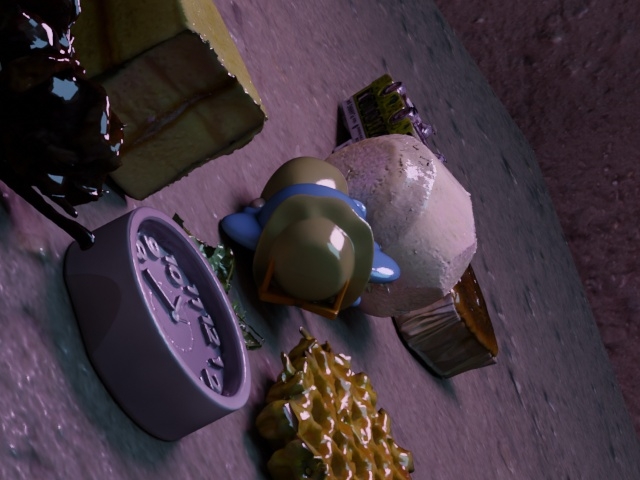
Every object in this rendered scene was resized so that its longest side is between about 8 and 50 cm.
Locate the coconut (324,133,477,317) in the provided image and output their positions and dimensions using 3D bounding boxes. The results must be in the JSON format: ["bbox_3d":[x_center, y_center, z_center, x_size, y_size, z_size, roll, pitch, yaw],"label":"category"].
[{"bbox_3d":[0.094,-0.012,2.104,0.234,0.224,0.224,52,18,-34],"label":"coconut"}]

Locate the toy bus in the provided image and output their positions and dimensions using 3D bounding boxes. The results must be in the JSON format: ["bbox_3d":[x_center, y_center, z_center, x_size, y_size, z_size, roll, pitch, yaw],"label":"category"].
[{"bbox_3d":[0.096,-0.148,2.499,0.113,0.139,0.302,58,8,-20],"label":"toy bus"}]

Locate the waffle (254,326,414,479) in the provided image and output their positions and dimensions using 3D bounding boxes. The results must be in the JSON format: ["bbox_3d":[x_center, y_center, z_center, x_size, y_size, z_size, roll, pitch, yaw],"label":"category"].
[{"bbox_3d":[0.023,0.237,1.715,0.329,0.062,0.329,53,23,-33],"label":"waffle"}]

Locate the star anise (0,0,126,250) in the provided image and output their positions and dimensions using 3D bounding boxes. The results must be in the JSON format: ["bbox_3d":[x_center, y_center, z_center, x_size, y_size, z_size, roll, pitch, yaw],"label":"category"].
[{"bbox_3d":[-0.233,-0.126,1.332,0.190,0.125,0.220,107,-35,-47],"label":"star anise"}]

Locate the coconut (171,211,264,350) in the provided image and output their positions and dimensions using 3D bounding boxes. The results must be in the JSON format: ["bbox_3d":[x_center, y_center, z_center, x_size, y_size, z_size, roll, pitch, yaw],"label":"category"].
[{"bbox_3d":[-0.112,0.042,1.610,0.158,0.055,0.133,61,8,-15],"label":"coconut"}]

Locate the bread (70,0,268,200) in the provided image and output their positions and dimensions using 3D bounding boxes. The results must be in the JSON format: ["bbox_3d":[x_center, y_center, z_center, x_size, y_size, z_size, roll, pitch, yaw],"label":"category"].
[{"bbox_3d":[-0.172,-0.199,1.607,0.163,0.167,0.264,49,20,-47],"label":"bread"}]

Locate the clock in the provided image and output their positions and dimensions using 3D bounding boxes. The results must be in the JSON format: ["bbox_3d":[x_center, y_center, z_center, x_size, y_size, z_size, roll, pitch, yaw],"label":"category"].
[{"bbox_3d":[-0.138,0.071,1.449,0.197,0.068,0.197,56,16,-25],"label":"clock"}]

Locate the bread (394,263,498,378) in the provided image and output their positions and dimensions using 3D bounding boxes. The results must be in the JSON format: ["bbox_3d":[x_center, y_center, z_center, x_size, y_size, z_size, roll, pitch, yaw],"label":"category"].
[{"bbox_3d":[0.171,0.076,2.405,0.192,0.109,0.210,48,21,-48],"label":"bread"}]

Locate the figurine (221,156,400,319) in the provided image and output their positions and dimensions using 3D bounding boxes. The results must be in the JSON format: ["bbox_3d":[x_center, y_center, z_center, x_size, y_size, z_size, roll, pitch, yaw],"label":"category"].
[{"bbox_3d":[0.000,-0.004,1.887,0.180,0.154,0.262,48,22,-3],"label":"figurine"}]
